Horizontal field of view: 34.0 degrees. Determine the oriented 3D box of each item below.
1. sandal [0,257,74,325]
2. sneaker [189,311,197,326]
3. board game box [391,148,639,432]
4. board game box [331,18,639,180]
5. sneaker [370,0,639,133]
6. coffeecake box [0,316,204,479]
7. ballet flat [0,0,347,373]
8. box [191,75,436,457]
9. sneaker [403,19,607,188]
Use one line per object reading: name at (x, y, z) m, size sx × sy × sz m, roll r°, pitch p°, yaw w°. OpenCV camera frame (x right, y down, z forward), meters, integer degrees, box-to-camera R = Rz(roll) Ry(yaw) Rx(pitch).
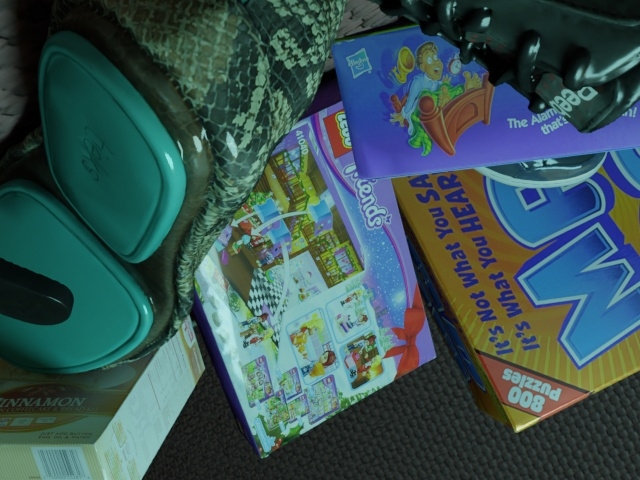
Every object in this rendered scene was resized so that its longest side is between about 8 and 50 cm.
sandal at (-0.222, 0.016, 0.566) m, size 0.179 × 0.040 × 0.067 m, roll 24°, pitch 151°, yaw -19°
sneaker at (-0.139, 0.019, 1.021) m, size 0.116 × 0.136 × 0.314 m, roll -28°, pitch 175°, yaw 23°
board game box at (0.262, -0.047, 1.124) m, size 0.356 × 0.356 × 0.356 m, roll -27°, pitch 174°, yaw 0°
board game box at (0.214, -0.114, 0.559) m, size 0.347 × 0.078 × 0.233 m, roll -6°, pitch -166°, yaw 30°
sneaker at (0.066, -0.109, 0.392) m, size 0.276 × 0.135 × 0.097 m, roll 2°, pitch -178°, yaw 1°
coffeecake box at (-0.191, 0.127, 0.815) m, size 0.142 × 0.068 × 0.185 m, roll -4°, pitch -154°, yaw 17°
ballet flat at (-0.104, -0.038, 0.650) m, size 0.182 × 0.164 × 0.483 m, roll -42°, pitch -179°, yaw -30°
box at (-0.019, 0.027, 0.938) m, size 0.201 × 0.293 × 0.057 m, roll -27°, pitch -149°, yaw -17°
sneaker at (0.146, -0.115, 0.872) m, size 0.226 × 0.086 × 0.163 m, roll 17°, pitch 169°, yaw 1°
